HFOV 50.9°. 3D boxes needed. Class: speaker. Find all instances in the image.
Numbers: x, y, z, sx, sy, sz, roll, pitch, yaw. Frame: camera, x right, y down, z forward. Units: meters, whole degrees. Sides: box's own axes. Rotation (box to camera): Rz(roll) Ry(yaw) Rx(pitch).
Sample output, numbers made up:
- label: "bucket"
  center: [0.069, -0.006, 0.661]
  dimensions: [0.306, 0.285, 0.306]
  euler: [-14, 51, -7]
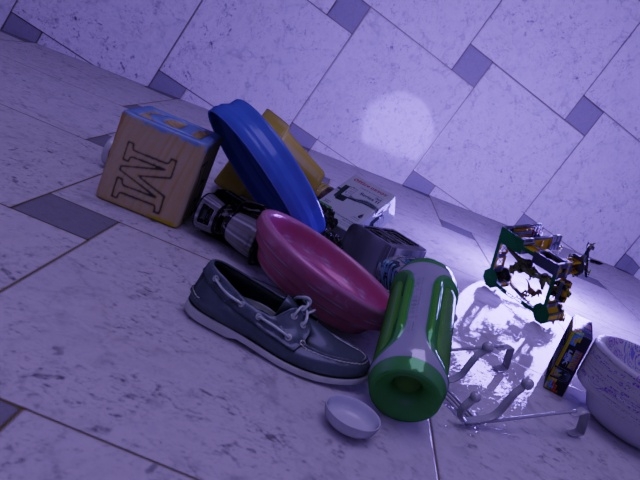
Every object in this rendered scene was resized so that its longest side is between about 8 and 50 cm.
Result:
- label: "speaker"
  center: [0.159, 0.153, 1.110]
  dimensions: [0.131, 0.131, 0.296]
  euler: [23, 35, 1]

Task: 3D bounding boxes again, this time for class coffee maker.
- label: "coffee maker"
  center: [-0.167, -0.023, 1.462]
  dimensions: [0.178, 0.120, 0.171]
  euler: [31, -9, 24]

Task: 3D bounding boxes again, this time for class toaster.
- label: "toaster"
  center: [0.158, 0.038, 1.694]
  dimensions: [0.168, 0.110, 0.185]
  euler: [5, 23, -47]

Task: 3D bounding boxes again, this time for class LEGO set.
- label: "LEGO set"
  center: [0.665, 0.089, 1.999]
  dimensions: [0.192, 0.255, 0.331]
  euler: [-5, 20, -29]

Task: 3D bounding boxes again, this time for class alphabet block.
- label: "alphabet block"
  center: [-0.350, -0.168, 1.487]
  dimensions: [0.193, 0.197, 0.192]
  euler: [23, 14, -2]

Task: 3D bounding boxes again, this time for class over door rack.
- label: "over door rack"
  center: [0.320, 0.239, 1.240]
  dimensions: [0.324, 0.108, 0.239]
  euler: [14, 18, -32]

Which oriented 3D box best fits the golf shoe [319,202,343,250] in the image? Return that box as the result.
- label: "golf shoe"
  center: [0.000, 0.000, 1.691]
  dimensions: [0.077, 0.094, 0.198]
  euler: [36, 31, -30]

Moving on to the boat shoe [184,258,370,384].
- label: "boat shoe"
  center: [-0.058, 0.130, 1.070]
  dimensions: [0.319, 0.099, 0.116]
  euler: [24, 14, 4]

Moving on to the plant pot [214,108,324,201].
- label: "plant pot"
  center: [-0.128, -0.195, 1.869]
  dimensions: [0.239, 0.254, 0.254]
  euler: [36, 13, -10]

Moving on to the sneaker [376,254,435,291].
- label: "sneaker"
  center: [0.172, 0.090, 1.425]
  dimensions: [0.122, 0.110, 0.283]
  euler: [13, 6, 8]

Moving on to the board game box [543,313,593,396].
- label: "board game box"
  center: [0.546, 0.249, 1.475]
  dimensions: [0.048, 0.141, 0.170]
  euler: [27, 16, 17]

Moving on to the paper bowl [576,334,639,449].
- label: "paper bowl"
  center: [0.662, 0.326, 1.364]
  dimensions: [0.284, 0.148, 0.284]
  euler: [22, 14, -6]

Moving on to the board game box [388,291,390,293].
- label: "board game box"
  center: [0.216, 0.159, 1.486]
  dimensions: [0.092, 0.043, 0.181]
  euler: [19, 15, -16]

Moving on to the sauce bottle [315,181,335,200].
- label: "sauce bottle"
  center: [-0.001, -0.117, 2.011]
  dimensions: [0.344, 0.111, 0.111]
  euler: [33, 17, 26]

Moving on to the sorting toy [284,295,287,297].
- label: "sorting toy"
  center: [-0.070, 0.129, 1.192]
  dimensions: [0.102, 0.042, 0.061]
  euler: [34, 30, -5]

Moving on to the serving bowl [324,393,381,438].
- label: "serving bowl"
  center: [0.041, 0.250, 0.937]
  dimensions: [0.083, 0.027, 0.083]
  euler: [22, 14, -6]

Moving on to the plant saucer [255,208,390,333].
- label: "plant saucer"
  center: [0.002, 0.069, 1.296]
  dimensions: [0.332, 0.084, 0.332]
  euler: [36, 9, -7]

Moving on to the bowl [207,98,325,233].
- label: "bowl"
  center: [-0.121, -0.154, 1.562]
  dimensions: [0.391, 0.077, 0.391]
  euler: [53, -11, 14]

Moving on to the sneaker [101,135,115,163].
- label: "sneaker"
  center: [-0.434, -0.223, 1.756]
  dimensions: [0.146, 0.105, 0.296]
  euler: [26, 21, 5]

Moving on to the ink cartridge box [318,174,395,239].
- label: "ink cartridge box"
  center: [0.085, -0.075, 1.838]
  dimensions: [0.153, 0.087, 0.208]
  euler: [30, 50, 29]
